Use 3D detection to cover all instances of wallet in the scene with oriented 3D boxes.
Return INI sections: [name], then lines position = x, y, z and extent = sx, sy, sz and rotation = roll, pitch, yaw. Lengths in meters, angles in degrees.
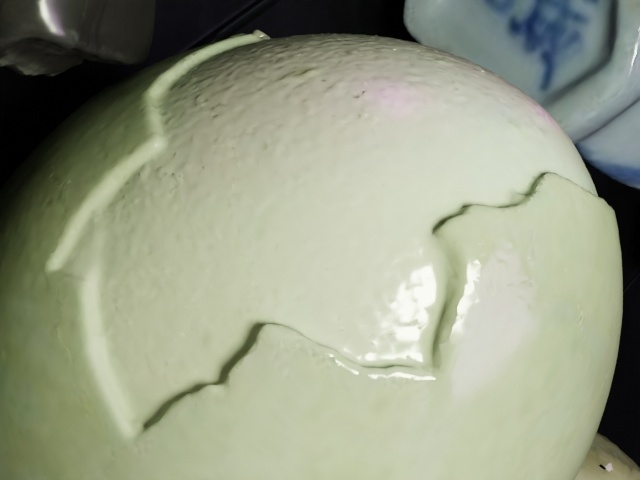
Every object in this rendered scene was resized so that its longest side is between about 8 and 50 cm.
[wallet]
position = -0.088, -0.251, 0.562
extent = 0.197, 0.051, 0.378
rotation = -71, 164, -86

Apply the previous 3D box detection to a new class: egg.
[egg]
position = -0.016, 0.045, 0.654
extent = 0.336, 0.278, 0.278
rotation = -39, 164, 36

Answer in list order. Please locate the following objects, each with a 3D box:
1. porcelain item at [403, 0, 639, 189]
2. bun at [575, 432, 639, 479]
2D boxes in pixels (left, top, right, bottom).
[porcelain item]
position = 0.241, -0.151, 1.016
extent = 0.405, 0.242, 0.178
rotation = -3, 133, -52
[bun]
position = 0.097, 0.278, 1.041
extent = 0.359, 0.211, 0.360
rotation = -1, 91, -46
